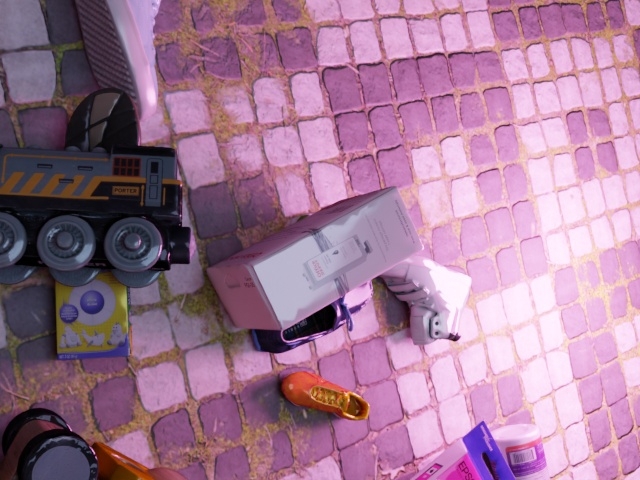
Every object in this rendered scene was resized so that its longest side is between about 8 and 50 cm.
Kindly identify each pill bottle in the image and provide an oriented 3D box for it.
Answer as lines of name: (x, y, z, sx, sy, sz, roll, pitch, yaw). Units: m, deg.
pill bottle: (0.394, 0.467, 1.810, 0.108, 0.108, 0.194, -13, 92, -37)

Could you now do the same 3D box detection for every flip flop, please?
flip flop: (-0.307, -0.088, 1.383, 0.112, 0.080, 0.277, -8, 104, 0)

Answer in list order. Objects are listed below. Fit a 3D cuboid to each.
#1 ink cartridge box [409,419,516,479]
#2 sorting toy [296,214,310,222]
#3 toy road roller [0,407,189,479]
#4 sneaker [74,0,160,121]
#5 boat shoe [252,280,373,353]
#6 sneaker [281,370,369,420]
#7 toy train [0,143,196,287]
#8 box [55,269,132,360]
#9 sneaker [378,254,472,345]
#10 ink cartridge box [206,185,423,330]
ink cartridge box: (0.211, 0.501, 1.649, 0.371, 0.069, 0.176, -34, 103, -23)
sorting toy: (0.000, 0.000, 1.623, 0.061, 0.042, 0.102, -25, 98, -36)
toy road roller: (-0.322, 0.391, 1.238, 0.329, 0.202, 0.241, 33, 77, -23)
sneaker: (-0.285, -0.366, 1.406, 0.150, 0.135, 0.366, -18, 95, -34)
boat shoe: (0.007, 0.131, 1.580, 0.258, 0.089, 0.109, -33, 104, -35)
sneaker: (0.011, 0.263, 1.579, 0.175, 0.067, 0.064, 22, 73, -31)
toy train: (-0.337, -0.039, 1.267, 0.334, 0.142, 0.190, 2, 74, -6)
box: (-0.328, 0.081, 1.339, 0.105, 0.043, 0.179, -3, 82, -6)
sneaker: (0.174, 0.112, 1.706, 0.256, 0.094, 0.151, 19, 75, -32)
ink cartridge box: (-0.012, 0.030, 1.479, 0.283, 0.207, 0.117, -28, 98, -24)
